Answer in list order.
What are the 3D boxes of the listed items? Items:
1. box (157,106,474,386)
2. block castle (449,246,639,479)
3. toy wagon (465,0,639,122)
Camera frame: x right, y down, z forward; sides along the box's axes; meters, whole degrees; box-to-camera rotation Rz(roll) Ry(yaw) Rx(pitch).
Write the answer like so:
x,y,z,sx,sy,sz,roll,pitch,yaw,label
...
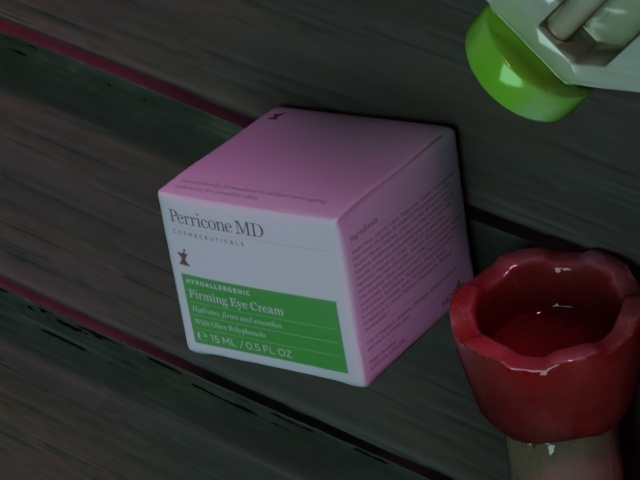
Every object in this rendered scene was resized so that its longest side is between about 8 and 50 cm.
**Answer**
x,y,z,sx,sy,sz,roll,pitch,yaw,label
0.000,0.000,0.900,0.101,0.102,0.087,9,121,34,box
0.203,0.161,0.718,0.453,0.303,0.213,13,131,30,block castle
0.082,-0.212,0.726,0.344,0.068,0.267,47,134,3,toy wagon
